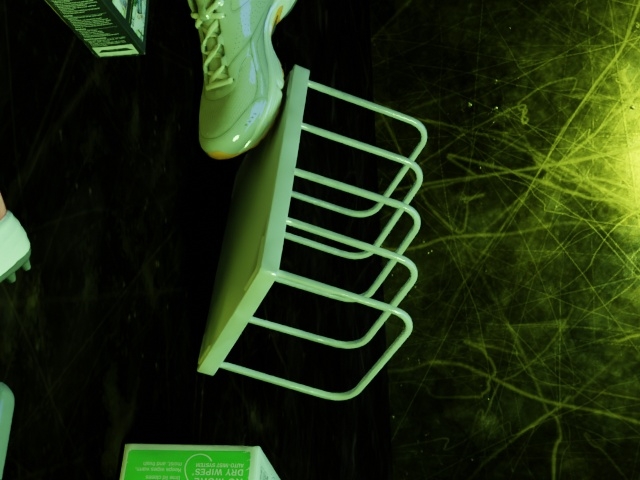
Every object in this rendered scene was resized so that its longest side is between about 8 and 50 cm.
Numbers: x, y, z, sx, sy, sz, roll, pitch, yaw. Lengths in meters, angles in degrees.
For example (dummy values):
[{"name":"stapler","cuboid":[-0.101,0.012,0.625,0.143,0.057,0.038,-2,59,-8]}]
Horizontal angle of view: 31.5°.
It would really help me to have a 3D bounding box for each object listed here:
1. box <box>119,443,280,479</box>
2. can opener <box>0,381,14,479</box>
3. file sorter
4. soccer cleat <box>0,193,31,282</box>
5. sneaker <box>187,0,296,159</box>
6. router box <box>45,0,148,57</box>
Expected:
[{"name":"box","cuboid":[-0.089,0.329,0.984,0.262,0.126,0.231,71,21,-59]},{"name":"can opener","cuboid":[-0.192,0.198,0.581,0.074,0.093,0.281,67,20,-61]},{"name":"file sorter","cuboid":[0.000,0.000,1.190,0.193,0.173,0.278,123,-19,-48]},{"name":"soccer cleat","cuboid":[-0.223,0.016,0.442,0.116,0.108,0.318,65,18,-12]},{"name":"sneaker","cuboid":[-0.100,-0.214,1.167,0.121,0.099,0.263,29,64,-49]},{"name":"router box","cuboid":[-0.169,-0.248,0.862,0.133,0.046,0.179,56,34,-70]}]
